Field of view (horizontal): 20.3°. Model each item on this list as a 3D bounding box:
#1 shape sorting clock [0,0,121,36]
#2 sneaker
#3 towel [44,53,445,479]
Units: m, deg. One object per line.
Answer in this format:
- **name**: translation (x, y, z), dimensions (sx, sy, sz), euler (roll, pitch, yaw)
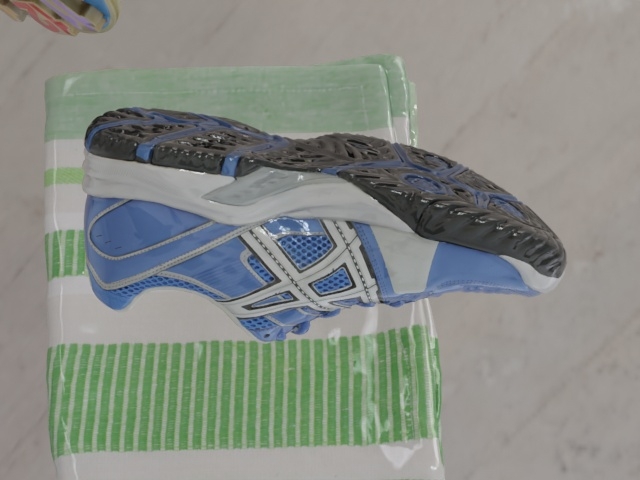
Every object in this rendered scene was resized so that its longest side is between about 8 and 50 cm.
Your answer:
- **shape sorting clock**: translation (-0.194, -0.161, 0.904), dimensions (0.206, 0.206, 0.040), euler (25, 82, -1)
- **sneaker**: translation (0.000, 0.000, 0.760), dimensions (0.211, 0.080, 0.081), euler (10, 108, -9)
- **towel**: translation (-0.050, 0.026, 1.119), dimensions (0.248, 0.325, 0.038), euler (-3, 151, -3)
